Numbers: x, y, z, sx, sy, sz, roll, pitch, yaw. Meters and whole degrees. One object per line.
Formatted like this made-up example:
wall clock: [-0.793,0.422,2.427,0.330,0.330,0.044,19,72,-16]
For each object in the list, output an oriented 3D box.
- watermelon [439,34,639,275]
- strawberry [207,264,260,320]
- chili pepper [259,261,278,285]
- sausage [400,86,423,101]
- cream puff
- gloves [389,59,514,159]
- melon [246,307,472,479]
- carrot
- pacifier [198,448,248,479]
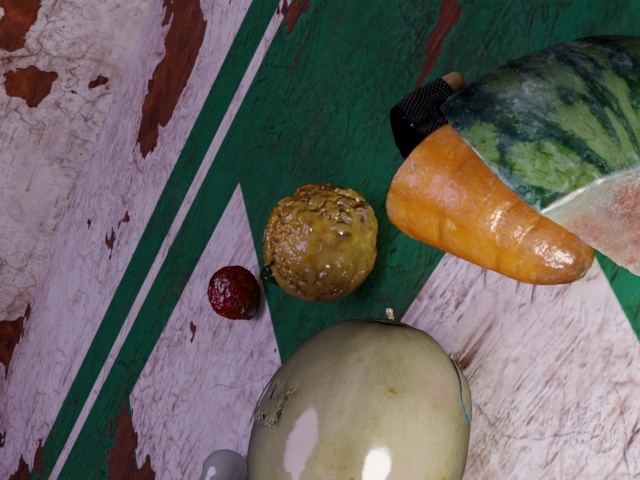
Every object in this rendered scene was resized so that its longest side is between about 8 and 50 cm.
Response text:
watermelon: [0.272,-0.086,1.311,0.213,0.262,0.201,-116,16,-48]
strawberry: [-0.149,0.096,2.219,0.106,0.106,0.106,-38,46,54]
chili pepper: [-0.027,0.018,2.022,0.257,0.074,0.100,147,127,-63]
sausage: [0.166,-0.092,1.638,0.300,0.083,0.089,-108,35,-44]
cream puff: [0.000,0.000,1.852,0.189,0.129,0.189,-3,83,19]
gloves: [0.187,-0.155,1.565,0.129,0.181,0.106,19,130,65]
melon: [0.046,0.245,1.530,0.268,0.268,0.330,16,86,65]
carrot: [0.209,-0.019,1.425,0.225,0.159,0.159,39,119,27]
pacifier: [-0.196,0.455,2.090,0.226,0.238,0.287,-53,-10,-17]
